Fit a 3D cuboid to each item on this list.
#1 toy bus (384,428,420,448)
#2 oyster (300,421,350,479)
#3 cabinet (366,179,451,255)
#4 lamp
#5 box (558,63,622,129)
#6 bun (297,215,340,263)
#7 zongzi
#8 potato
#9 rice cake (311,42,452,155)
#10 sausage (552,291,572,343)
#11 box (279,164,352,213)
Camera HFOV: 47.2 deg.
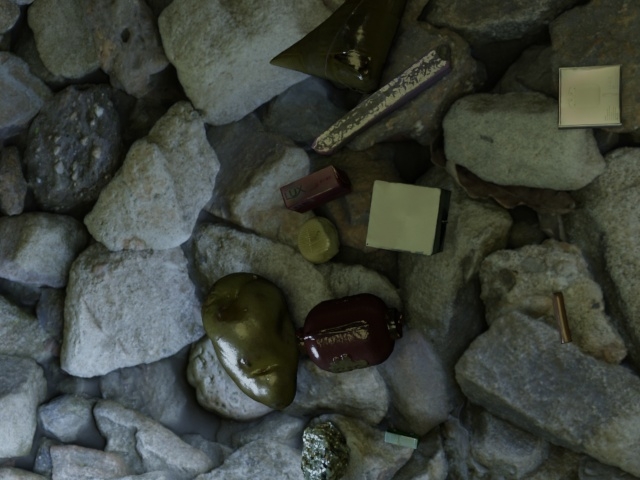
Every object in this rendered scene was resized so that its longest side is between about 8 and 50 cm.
[{"bbox_3d":[0.193,0.472,1.744,0.083,0.037,0.031,8,94,18],"label":"toy bus"},{"bbox_3d":[0.008,0.536,1.794,0.124,0.064,0.177,-12,87,22],"label":"oyster"},{"bbox_3d":[0.206,-0.051,1.633,0.150,0.206,0.145,8,94,17],"label":"cabinet"},{"bbox_3d":[0.069,0.214,1.701,0.258,0.180,0.180,-14,88,18],"label":"lamp"},{"bbox_3d":[0.584,-0.310,1.588,0.129,0.051,0.130,0,91,18],"label":"box"},{"bbox_3d":[0.000,0.000,1.773,0.115,0.069,0.115,-6,81,36],"label":"bun"},{"bbox_3d":[0.038,-0.510,1.715,0.300,0.145,0.274,20,93,26],"label":"zongzi"},{"bbox_3d":[-0.158,0.245,1.763,0.218,0.202,0.351,-19,94,29],"label":"potato"},{"bbox_3d":[0.145,-0.321,1.716,0.399,0.070,0.064,-35,86,16],"label":"rice cake"},{"bbox_3d":[0.539,0.172,1.632,0.026,0.026,0.116,-11,88,18],"label":"sausage"},{"bbox_3d":[-0.009,-0.121,1.749,0.156,0.111,0.060,-21,78,16],"label":"box"}]
